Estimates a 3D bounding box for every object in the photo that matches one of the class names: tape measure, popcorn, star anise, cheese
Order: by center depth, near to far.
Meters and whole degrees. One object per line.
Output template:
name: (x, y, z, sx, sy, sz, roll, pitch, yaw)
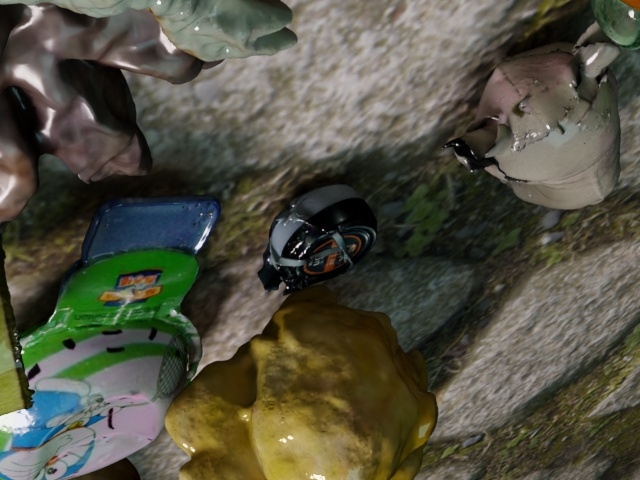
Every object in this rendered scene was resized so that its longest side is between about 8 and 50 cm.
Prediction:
star anise: (-0.154, -0.114, 0.486, 0.332, 0.117, 0.331, -17, 140, -14)
cheese: (-0.166, 0.086, 0.781, 0.204, 0.083, 0.320, -4, 139, -38)
tape measure: (0.001, -0.001, 0.837, 0.091, 0.054, 0.094, -14, 150, -30)
popcorn: (0.001, 0.149, 0.851, 0.253, 0.190, 0.191, -54, 126, -37)

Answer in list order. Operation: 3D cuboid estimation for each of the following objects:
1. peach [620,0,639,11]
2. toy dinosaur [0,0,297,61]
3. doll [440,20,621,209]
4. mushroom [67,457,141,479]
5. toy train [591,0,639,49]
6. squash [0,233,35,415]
peach: (0.212, -0.230, 0.541, 0.281, 0.238, 0.281, 2, 174, 0)
toy dinosaur: (-0.104, -0.153, 0.307, 0.393, 0.092, 0.205, 17, 154, -41)
doll: (0.183, -0.085, 0.845, 0.149, 0.095, 0.192, -36, 151, 10)
mushroom: (-0.256, 0.325, 1.001, 0.128, 0.128, 0.350, -5, 135, -37)
toy train: (0.399, -0.190, 0.742, 0.397, 0.253, 0.160, -25, 149, -10)
squash: (-0.295, 0.067, 0.603, 0.247, 0.132, 0.132, -14, 144, -18)
